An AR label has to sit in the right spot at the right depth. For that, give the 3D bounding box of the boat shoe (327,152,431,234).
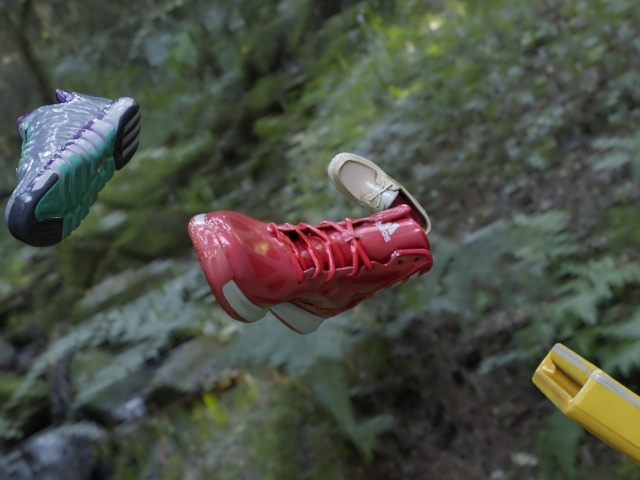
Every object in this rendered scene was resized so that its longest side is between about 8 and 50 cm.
[{"bbox_3d":[0.085,-0.060,2.223,0.063,0.170,0.059,-58,28,-4],"label":"boat shoe"}]

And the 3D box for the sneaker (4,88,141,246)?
[{"bbox_3d":[-0.247,-0.068,1.497,0.098,0.083,0.224,16,32,13],"label":"sneaker"}]

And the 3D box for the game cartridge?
[{"bbox_3d":[0.338,0.208,1.440,0.053,0.323,0.285,-54,-1,2],"label":"game cartridge"}]

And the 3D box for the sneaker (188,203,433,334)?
[{"bbox_3d":[0.000,0.000,1.160,0.128,0.087,0.221,-27,-13,14],"label":"sneaker"}]
